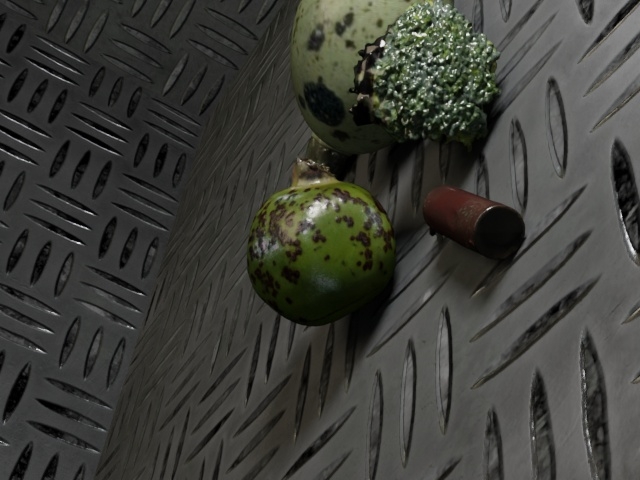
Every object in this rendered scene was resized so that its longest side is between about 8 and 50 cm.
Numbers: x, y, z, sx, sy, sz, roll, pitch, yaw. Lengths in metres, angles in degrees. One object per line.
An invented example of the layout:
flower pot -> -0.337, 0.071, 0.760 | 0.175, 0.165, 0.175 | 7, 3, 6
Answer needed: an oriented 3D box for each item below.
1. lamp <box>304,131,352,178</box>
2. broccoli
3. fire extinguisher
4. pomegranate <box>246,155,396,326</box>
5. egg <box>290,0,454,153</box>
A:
lamp -> 0.019, -0.188, 2.210 | 0.250, 0.101, 0.101 | -63, 16, 11
broccoli -> 0.159, -0.239, 1.686 | 0.243, 0.246, 0.263 | 71, 178, -69
fire extinguisher -> 0.194, -0.023, 1.465 | 0.267, 0.072, 0.089 | -143, 45, -74
pomegranate -> 0.000, 0.000, 1.689 | 0.254, 0.254, 0.271 | -142, 47, -74
egg -> 0.087, -0.335, 1.887 | 0.287, 0.287, 0.379 | -114, 40, -70
